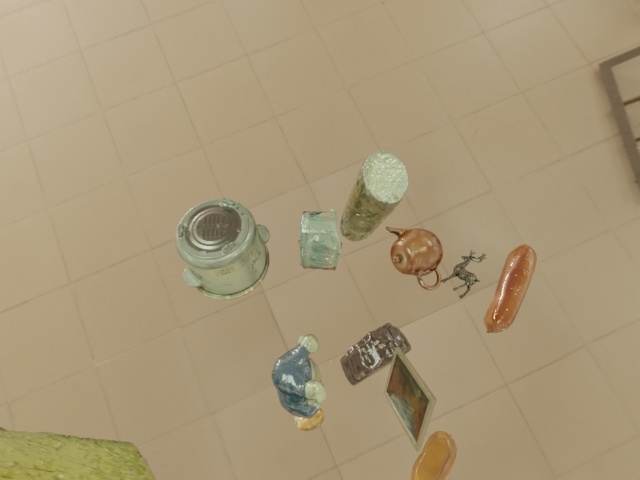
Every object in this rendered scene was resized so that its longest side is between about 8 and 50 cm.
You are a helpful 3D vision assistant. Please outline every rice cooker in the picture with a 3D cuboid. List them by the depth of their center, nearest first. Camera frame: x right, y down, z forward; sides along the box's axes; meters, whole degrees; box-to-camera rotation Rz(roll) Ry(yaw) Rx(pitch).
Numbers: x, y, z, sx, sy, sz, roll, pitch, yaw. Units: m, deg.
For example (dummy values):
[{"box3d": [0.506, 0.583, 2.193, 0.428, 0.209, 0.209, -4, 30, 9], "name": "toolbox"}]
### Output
[{"box3d": [-0.300, 0.030, 1.404, 0.317, 0.316, 0.264, -41, 63, -9], "name": "rice cooker"}]

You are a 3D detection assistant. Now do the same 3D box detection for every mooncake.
[{"box3d": [0.205, 0.438, 1.738, 0.283, 0.283, 0.141, -31, 69, -7], "name": "mooncake"}]

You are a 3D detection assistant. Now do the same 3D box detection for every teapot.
[{"box3d": [0.206, 0.035, 0.998, 0.116, 0.116, 0.173, -26, 71, -6], "name": "teapot"}]

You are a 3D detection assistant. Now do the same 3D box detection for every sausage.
[{"box3d": [0.558, 0.142, 1.307, 0.083, 0.089, 0.300, 31, 70, -5], "name": "sausage"}, {"box3d": [0.417, 0.815, 1.637, 0.120, 0.136, 0.241, 25, 68, 32], "name": "sausage"}]

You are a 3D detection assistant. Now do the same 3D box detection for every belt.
[{"box3d": [0.000, 0.000, 1.547, 0.150, 0.257, 0.206, 0, 79, 2], "name": "belt"}]

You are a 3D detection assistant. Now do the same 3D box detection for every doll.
[{"box3d": [-0.020, 0.136, 0.446, 0.051, 0.083, 0.076, -5, 51, 0], "name": "doll"}]

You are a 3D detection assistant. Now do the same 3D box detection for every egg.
[{"box3d": [-0.033, 0.546, 1.385, 0.097, 0.080, 0.080, -1, 74, -13], "name": "egg"}]

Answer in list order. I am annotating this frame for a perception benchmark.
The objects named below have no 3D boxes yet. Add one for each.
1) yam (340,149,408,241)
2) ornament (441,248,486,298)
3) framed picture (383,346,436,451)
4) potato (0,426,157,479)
[{"box3d": [0.127, -0.093, 1.198, 0.133, 0.330, 0.133, 6, 63, -11], "name": "yam"}, {"box3d": [0.331, 0.069, 1.003, 0.125, 0.028, 0.073, -37, 46, -16], "name": "ornament"}, {"box3d": [0.258, 0.461, 1.330, 0.016, 0.250, 0.184, 5, 110, -17], "name": "framed picture"}, {"box3d": [-0.309, 0.278, 0.296, 0.330, 0.213, 0.280, 31, 73, -33], "name": "potato"}]
